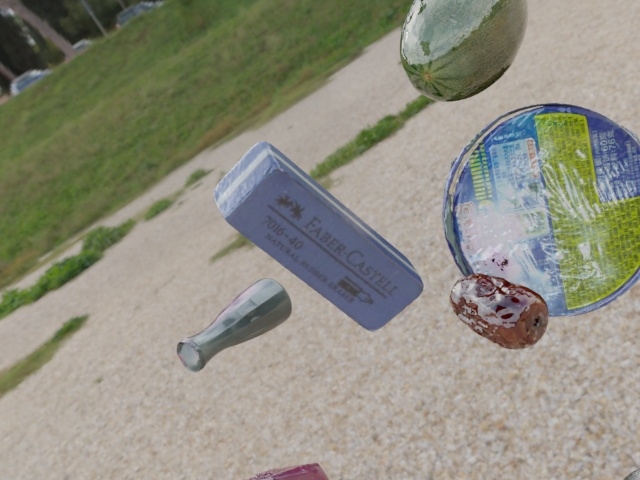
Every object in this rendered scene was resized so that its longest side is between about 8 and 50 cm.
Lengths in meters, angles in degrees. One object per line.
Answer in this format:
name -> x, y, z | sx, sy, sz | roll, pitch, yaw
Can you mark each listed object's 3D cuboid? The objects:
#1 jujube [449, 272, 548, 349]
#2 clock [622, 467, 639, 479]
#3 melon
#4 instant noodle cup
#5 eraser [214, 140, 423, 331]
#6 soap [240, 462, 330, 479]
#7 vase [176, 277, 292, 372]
jujube -> 0.209, 0.082, 0.920 | 0.077, 0.077, 0.129 | -40, 37, -24
clock -> 0.424, 0.301, 0.856 | 0.184, 0.184, 0.040 | -24, 35, 34
melon -> 0.139, -0.206, 0.742 | 0.114, 0.114, 0.167 | -15, 38, 51
instant noodle cup -> 0.298, -0.055, 1.120 | 0.284, 0.284, 0.312 | -32, 5, 5
eraser -> 0.000, 0.000, 0.769 | 0.082, 0.225, 0.036 | -42, 22, 22
soap -> -0.040, 0.556, 1.329 | 0.127, 0.324, 0.220 | -16, -13, 40
vase -> -0.144, 0.143, 1.277 | 0.086, 0.086, 0.214 | -19, 9, 44
